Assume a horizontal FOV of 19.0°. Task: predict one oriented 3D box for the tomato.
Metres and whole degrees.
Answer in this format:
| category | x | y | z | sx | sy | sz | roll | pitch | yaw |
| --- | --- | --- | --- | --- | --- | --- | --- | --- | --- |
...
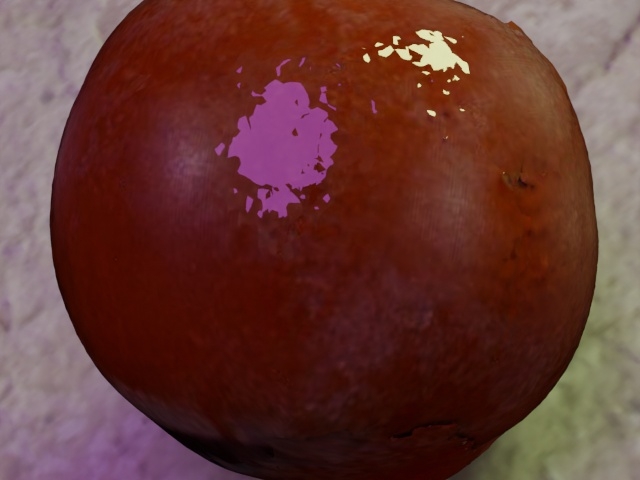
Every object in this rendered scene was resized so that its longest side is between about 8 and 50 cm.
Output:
| category | x | y | z | sx | sy | sz | roll | pitch | yaw |
| --- | --- | --- | --- | --- | --- | --- | --- | --- | --- |
| tomato | 0.000 | 0.000 | 0.719 | 0.208 | 0.208 | 0.184 | 6 | 76 | 27 |
